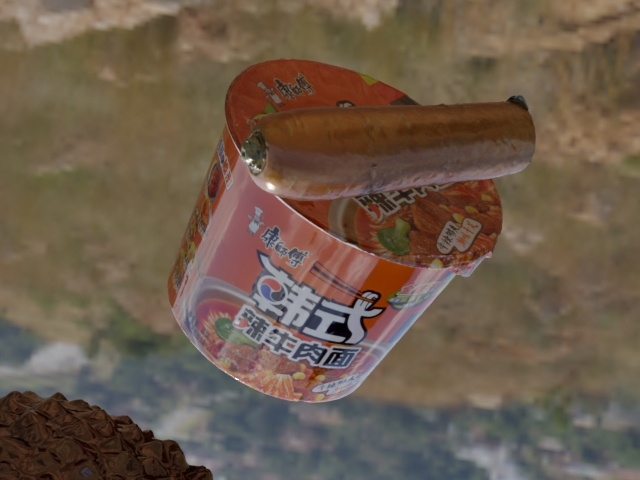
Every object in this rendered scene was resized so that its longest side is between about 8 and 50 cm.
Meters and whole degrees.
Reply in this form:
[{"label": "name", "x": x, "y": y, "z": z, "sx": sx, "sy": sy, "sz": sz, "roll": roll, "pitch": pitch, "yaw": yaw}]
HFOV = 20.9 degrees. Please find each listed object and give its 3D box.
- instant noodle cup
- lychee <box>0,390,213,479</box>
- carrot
[{"label": "instant noodle cup", "x": 0.000, "y": 0.000, "z": 1.435, "sx": 0.250, "sy": 0.250, "sz": 0.192, "roll": 13, "pitch": 127, "yaw": -24}, {"label": "lychee", "x": -0.178, "y": 0.231, "z": 1.101, "sx": 0.304, "sy": 0.276, "sz": 0.276, "roll": -5, "pitch": 165, "yaw": 24}, {"label": "carrot", "x": 0.047, "y": -0.065, "z": 1.218, "sx": 0.225, "sy": 0.067, "sz": 0.067, "roll": -7, "pitch": 178, "yaw": -28}]
